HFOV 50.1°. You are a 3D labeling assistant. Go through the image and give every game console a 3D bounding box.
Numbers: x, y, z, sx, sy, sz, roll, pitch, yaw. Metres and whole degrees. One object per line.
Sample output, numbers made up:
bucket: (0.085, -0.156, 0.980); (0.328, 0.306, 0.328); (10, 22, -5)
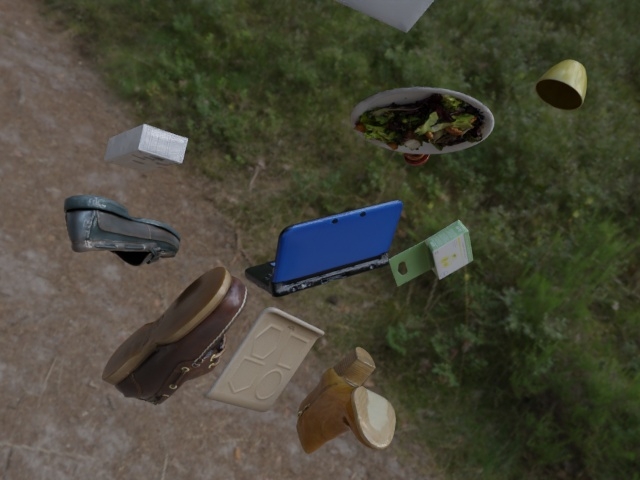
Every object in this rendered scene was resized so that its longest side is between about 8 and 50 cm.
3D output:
game console: (0.000, 0.000, 1.486); (0.293, 0.173, 0.250); (-14, 18, -26)

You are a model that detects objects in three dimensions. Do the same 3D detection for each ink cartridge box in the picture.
ink cartridge box: (0.325, 0.057, 1.995); (0.056, 0.235, 0.171); (57, -4, 36)

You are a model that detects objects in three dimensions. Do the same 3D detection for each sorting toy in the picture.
sorting toy: (0.166, -0.183, 1.260); (0.102, 0.061, 0.042); (56, 2, 38)
sorting toy: (-0.106, 0.226, 1.289); (0.038, 0.208, 0.193); (39, 2, 37)

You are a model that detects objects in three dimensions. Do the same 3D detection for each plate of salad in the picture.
plate of salad: (0.140, -0.155, 0.959); (0.200, 0.200, 0.048); (17, 69, -30)

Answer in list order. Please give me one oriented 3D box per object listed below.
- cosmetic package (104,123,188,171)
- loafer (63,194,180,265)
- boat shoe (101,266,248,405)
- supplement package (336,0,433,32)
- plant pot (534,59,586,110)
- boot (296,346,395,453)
cosmetic package: (-0.381, -0.193, 1.474); (0.099, 0.060, 0.239); (18, -9, -31)
loafer: (-0.306, 0.004, 1.063); (0.096, 0.084, 0.267); (-5, -15, 17)
boat shoe: (-0.128, 0.097, 0.656); (0.073, 0.207, 0.073); (39, 40, -19)
supplement package: (0.086, -0.499, 1.109); (0.262, 0.204, 0.145); (16, 54, -25)
plant pot: (0.663, -0.431, 1.851); (0.134, 0.095, 0.134); (29, -11, 7)
boot: (0.038, 0.365, 1.365); (0.104, 0.211, 0.295); (33, 19, -18)
